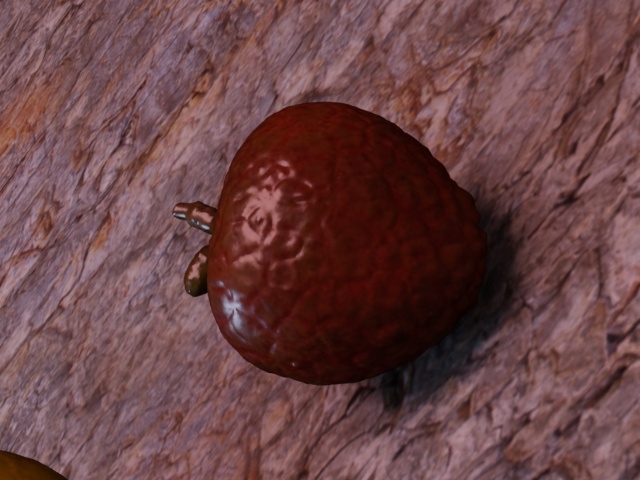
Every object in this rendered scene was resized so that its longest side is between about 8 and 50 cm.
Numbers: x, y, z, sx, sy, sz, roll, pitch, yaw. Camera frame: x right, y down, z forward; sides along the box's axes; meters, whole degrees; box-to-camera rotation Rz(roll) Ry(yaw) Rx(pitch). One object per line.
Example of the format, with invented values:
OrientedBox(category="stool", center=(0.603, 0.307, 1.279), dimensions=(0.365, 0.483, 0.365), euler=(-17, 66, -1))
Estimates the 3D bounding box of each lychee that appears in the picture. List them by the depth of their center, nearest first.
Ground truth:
OrientedBox(category="lychee", center=(0.000, 0.000, 1.542), dimensions=(0.255, 0.300, 0.255), euler=(9, -90, -80))

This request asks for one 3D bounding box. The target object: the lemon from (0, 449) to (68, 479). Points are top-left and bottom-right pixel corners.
OrientedBox(category="lemon", center=(-0.347, 0.344, 1.734), dimensions=(0.297, 0.297, 0.297), euler=(-39, 34, 32))
